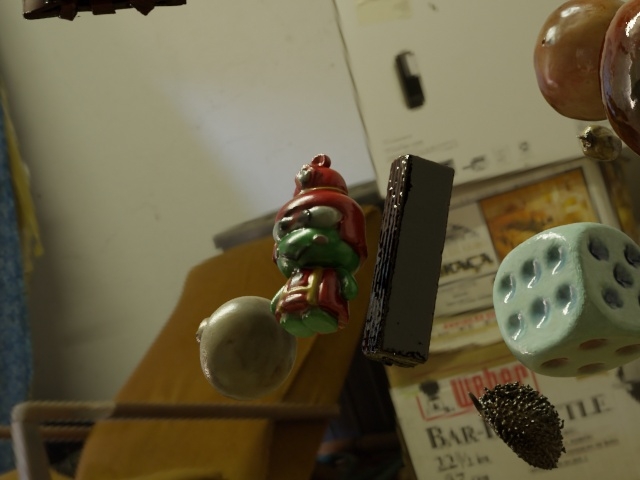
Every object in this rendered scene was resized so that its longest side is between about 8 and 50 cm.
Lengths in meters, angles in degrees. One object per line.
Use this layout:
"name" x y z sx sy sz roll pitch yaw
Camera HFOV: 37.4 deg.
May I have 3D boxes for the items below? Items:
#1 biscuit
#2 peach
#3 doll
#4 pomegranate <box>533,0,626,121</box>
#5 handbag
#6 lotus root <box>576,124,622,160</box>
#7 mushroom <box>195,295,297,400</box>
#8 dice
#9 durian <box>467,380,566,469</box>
"biscuit" 0.162 0.037 1.724 0.107 0.388 0.073 15 -14 -21
"peach" 0.466 -0.205 1.153 0.253 0.252 0.252 -18 6 2
"doll" -0.001 0.000 1.723 0.183 0.362 0.160 -20 -32 37
"pomegranate" 0.408 -0.268 1.397 0.191 0.191 0.191 -18 6 2
"handbag" -0.361 -0.430 1.520 0.260 0.084 0.275 -10 32 -14
"lotus root" 0.530 -0.183 1.792 0.152 0.072 0.063 6 -41 -48
"mushroom" -0.161 0.205 1.857 0.207 0.207 0.215 -23 24 -40
"dice" 0.555 0.133 2.045 0.263 0.264 0.268 11 -32 -30
"durian" 0.320 0.277 1.502 0.091 0.189 0.148 -61 7 21
